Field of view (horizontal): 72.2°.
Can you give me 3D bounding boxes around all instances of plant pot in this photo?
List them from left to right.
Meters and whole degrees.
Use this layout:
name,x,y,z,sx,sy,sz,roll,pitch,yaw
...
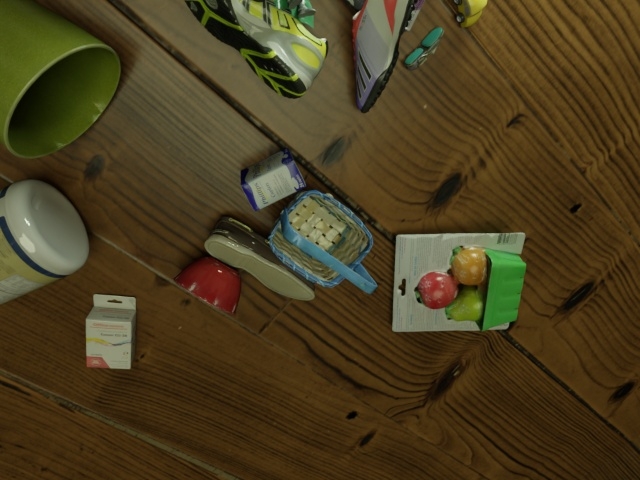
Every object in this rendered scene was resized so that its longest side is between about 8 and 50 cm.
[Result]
name,x,y,z,sx,sy,sz,roll,pitch,yaw
plant pot,-0.595,-0.357,0.828,0.293,0.275,0.275,41,102,-7

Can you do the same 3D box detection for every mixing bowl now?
name,x,y,z,sx,sy,sz,roll,pitch,yaw
mixing bowl,-0.274,0.103,1.136,0.181,0.181,0.098,34,82,-21

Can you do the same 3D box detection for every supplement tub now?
name,x,y,z,sx,sy,sz,roll,pitch,yaw
supplement tub,-0.721,0.024,0.975,0.316,0.228,0.228,-24,116,2

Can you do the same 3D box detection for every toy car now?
name,x,y,z,sx,sy,sz,roll,pitch,yaw
toy car,0.321,-0.597,0.922,0.239,0.053,0.225,11,114,-42

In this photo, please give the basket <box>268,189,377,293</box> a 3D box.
name,x,y,z,sx,sy,sz,roll,pitch,yaw
basket,0.000,0.000,1.053,0.255,0.289,0.201,36,103,-23

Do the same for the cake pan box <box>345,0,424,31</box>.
name,x,y,z,sx,sy,sz,roll,pitch,yaw
cake pan box,0.138,-0.615,0.924,0.246,0.070,0.266,23,109,-16

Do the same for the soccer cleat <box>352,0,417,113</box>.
name,x,y,z,sx,sy,sz,roll,pitch,yaw
soccer cleat,0.115,-0.427,0.952,0.116,0.108,0.318,24,142,5

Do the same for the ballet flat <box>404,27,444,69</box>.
name,x,y,z,sx,sy,sz,roll,pitch,yaw
ballet flat,0.248,-0.449,1.038,0.114,0.041,0.041,-44,114,11

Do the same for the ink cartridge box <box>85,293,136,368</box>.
name,x,y,z,sx,sy,sz,roll,pitch,yaw
ink cartridge box,-0.567,0.249,1.192,0.115,0.067,0.198,6,113,-12

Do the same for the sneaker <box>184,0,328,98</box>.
name,x,y,z,sx,sy,sz,roll,pitch,yaw
sneaker,-0.146,-0.481,0.919,0.385,0.145,0.147,44,73,-22

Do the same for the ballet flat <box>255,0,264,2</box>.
name,x,y,z,sx,sy,sz,roll,pitch,yaw
ballet flat,-0.127,-0.536,0.831,0.074,0.074,0.203,-7,71,-7

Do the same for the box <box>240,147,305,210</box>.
name,x,y,z,sx,sy,sz,roll,pitch,yaw
box,-0.117,-0.149,1.057,0.137,0.126,0.072,-26,117,2

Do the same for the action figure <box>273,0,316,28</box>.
name,x,y,z,sx,sy,sz,roll,pitch,yaw
action figure,-0.058,-0.563,0.872,0.064,0.137,0.232,-13,82,27

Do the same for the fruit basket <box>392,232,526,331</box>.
name,x,y,z,sx,sy,sz,roll,pitch,yaw
fruit basket,0.390,0.123,1.276,0.353,0.165,0.327,0,114,7

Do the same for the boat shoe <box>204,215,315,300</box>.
name,x,y,z,sx,sy,sz,roll,pitch,yaw
boat shoe,-0.141,0.051,1.153,0.324,0.096,0.116,31,142,-18
